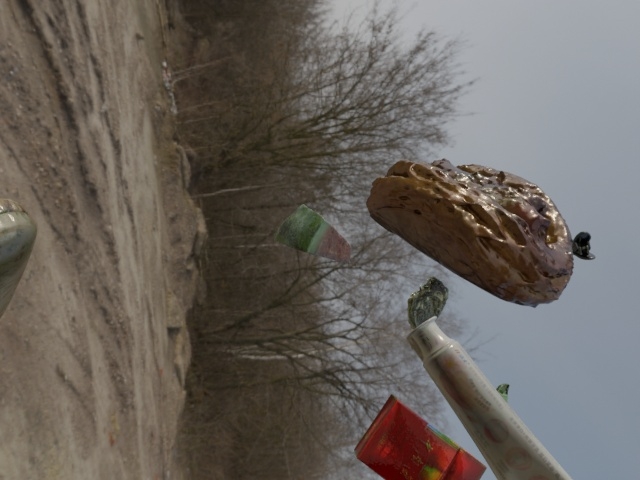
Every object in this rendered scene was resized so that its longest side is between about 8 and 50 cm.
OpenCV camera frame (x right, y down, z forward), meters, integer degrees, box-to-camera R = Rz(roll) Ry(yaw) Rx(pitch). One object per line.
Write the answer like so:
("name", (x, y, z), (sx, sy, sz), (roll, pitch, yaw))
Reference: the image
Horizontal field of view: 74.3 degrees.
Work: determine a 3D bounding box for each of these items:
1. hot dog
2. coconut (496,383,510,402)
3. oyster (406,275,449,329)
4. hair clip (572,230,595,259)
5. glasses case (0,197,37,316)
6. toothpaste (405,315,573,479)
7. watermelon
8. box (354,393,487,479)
("hot dog", (0.150, -0.023, 0.438), (0.227, 0.160, 0.099), (39, -52, 37))
("coconut", (0.541, 0.501, 1.241), (0.055, 0.133, 0.158), (-26, -132, 34))
("oyster", (0.303, 0.191, 1.228), (0.177, 0.125, 0.064), (-55, -162, 7))
("hair clip", (0.640, 0.039, 1.101), (0.229, 0.039, 0.070), (63, 22, -74))
("glasses case", (-0.520, 0.074, 0.600), (0.425, 0.156, 0.098), (-35, -88, 40))
("toothpaste", (0.240, 0.257, 0.595), (0.100, 0.066, 0.323), (-44, -115, 23))
("watermelon", (0.000, 0.000, 1.316), (0.193, 0.256, 0.140), (29, -90, 46))
("box", (0.279, 0.619, 1.200), (0.197, 0.313, 0.089), (-53, 177, -10))
